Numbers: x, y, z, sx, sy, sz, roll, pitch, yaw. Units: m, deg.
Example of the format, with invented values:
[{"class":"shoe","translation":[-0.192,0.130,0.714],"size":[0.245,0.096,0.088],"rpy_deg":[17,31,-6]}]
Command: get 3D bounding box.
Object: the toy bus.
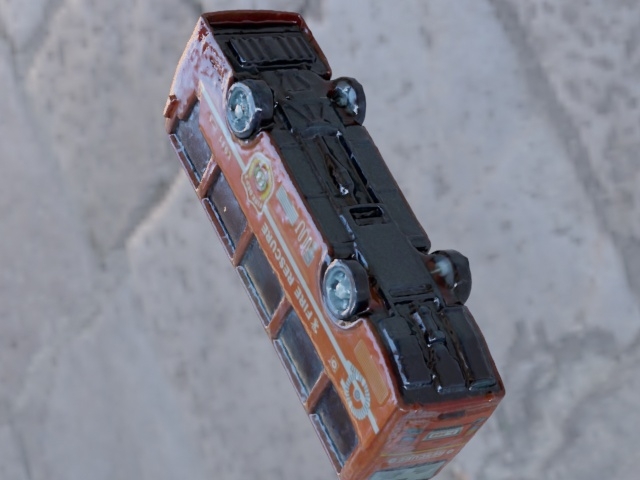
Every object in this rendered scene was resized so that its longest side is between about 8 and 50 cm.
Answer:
[{"class":"toy bus","translation":[0.000,0.000,0.414],"size":[0.110,0.031,0.043],"rpy_deg":[62,140,30]}]
